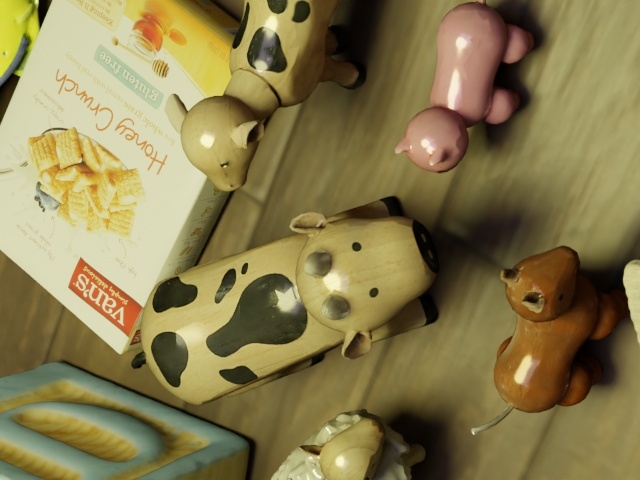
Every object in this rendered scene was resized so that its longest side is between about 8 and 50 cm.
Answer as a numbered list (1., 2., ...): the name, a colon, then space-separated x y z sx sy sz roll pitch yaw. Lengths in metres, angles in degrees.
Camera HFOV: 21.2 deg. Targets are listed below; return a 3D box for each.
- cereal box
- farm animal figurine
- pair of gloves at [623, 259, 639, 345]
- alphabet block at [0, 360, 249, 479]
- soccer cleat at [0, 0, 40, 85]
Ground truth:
1. cereal box: -0.139 -0.066 1.174 0.173 0.047 0.240 38 117 22
2. farm animal figurine: 0.000 0.000 1.020 0.327 0.172 0.330 -42 75 31
3. pair of gloves: 0.278 0.106 0.895 0.204 0.042 0.240 -8 109 49
4. alphabet block: -0.183 0.218 1.167 0.192 0.193 0.197 19 109 31
5. soccer cleat: -0.237 -0.178 1.210 0.121 0.093 0.289 23 109 1
